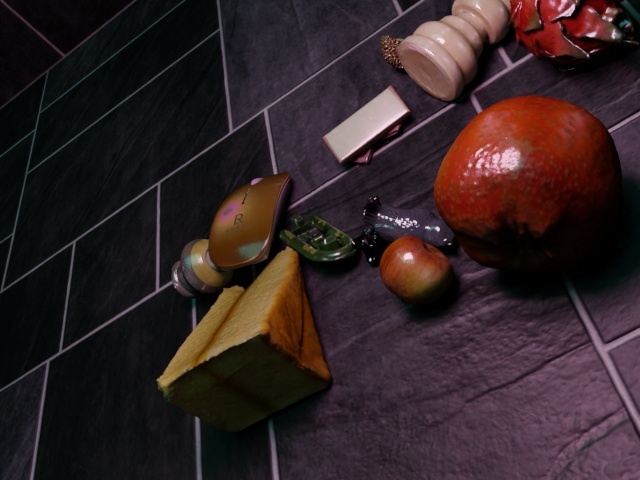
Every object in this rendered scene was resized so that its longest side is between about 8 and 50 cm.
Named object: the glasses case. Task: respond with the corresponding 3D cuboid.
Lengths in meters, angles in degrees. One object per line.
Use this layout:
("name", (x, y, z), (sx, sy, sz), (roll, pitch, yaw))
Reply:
("glasses case", (0.113, -0.230, 1.657), (0.193, 0.070, 0.102), (-37, 67, 9))

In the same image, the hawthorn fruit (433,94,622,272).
("hawthorn fruit", (0.329, -0.090, 1.179), (0.275, 0.275, 0.300), (10, 51, 46))

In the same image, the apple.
("apple", (0.161, 0.053, 1.314), (0.102, 0.126, 0.126), (-56, 37, 14))

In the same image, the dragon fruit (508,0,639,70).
("dragon fruit", (0.461, -0.408, 1.391), (0.274, 0.193, 0.192), (37, 88, 27))

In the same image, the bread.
("bread", (-0.152, 0.137, 1.438), (0.233, 0.245, 0.362), (-30, 44, 17))

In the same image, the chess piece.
("chess piece", (0.315, -0.446, 1.586), (0.300, 0.167, 0.167), (-47, 39, -7))

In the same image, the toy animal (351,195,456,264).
("toy animal", (0.156, -0.036, 1.402), (0.210, 0.117, 0.121), (-4, 48, 42))

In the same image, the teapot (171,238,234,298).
("teapot", (-0.249, 0.057, 1.699), (0.119, 0.130, 0.165), (-32, 6, 41))

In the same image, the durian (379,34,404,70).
("durian", (0.191, -0.416, 1.729), (0.140, 0.110, 0.071), (21, 106, 38))

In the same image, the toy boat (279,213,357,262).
("toy boat", (0.000, 0.000, 1.550), (0.104, 0.052, 0.210), (-24, 32, -23))

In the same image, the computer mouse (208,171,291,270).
("computer mouse", (-0.151, -0.057, 1.681), (0.158, 0.072, 0.310), (-14, 35, 22))
